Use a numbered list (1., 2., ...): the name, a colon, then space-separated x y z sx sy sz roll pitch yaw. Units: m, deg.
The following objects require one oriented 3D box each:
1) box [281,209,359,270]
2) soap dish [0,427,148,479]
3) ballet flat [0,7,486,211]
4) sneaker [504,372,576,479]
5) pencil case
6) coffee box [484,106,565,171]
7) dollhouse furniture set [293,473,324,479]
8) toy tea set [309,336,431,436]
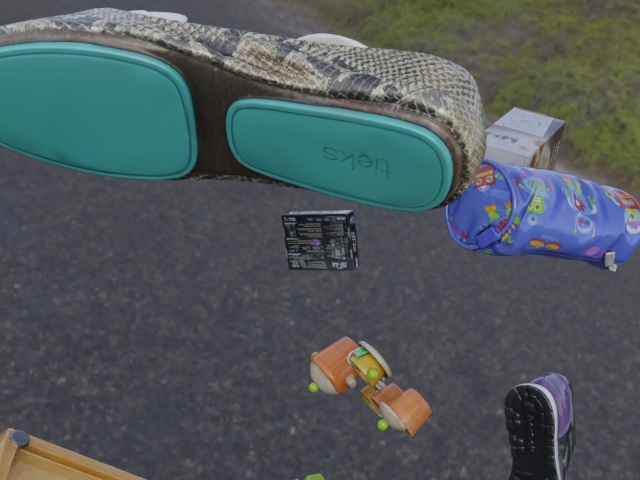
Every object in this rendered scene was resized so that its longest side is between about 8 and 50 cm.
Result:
1. box: 0.000 0.000 1.073 0.083 0.067 0.018 -1 16 26
2. soap dish: -0.273 0.346 1.065 0.291 0.118 0.229 26 23 -17
3. ballet flat: -0.086 -0.136 0.883 0.483 0.164 0.182 9 42 8
4. sneaker: 0.359 0.347 1.490 0.107 0.283 0.124 11 17 40
5. pencil case: 0.312 -0.028 1.300 0.306 0.119 0.133 7 57 -36
6. coffee box: 0.326 -0.124 1.615 0.098 0.141 0.246 19 28 21
7. dollhouse furniture set: -0.018 0.414 1.489 0.152 0.058 0.076 3 31 -41
8. toy tea set: 0.078 0.290 1.789 0.200 0.124 0.336 52 -11 -5
